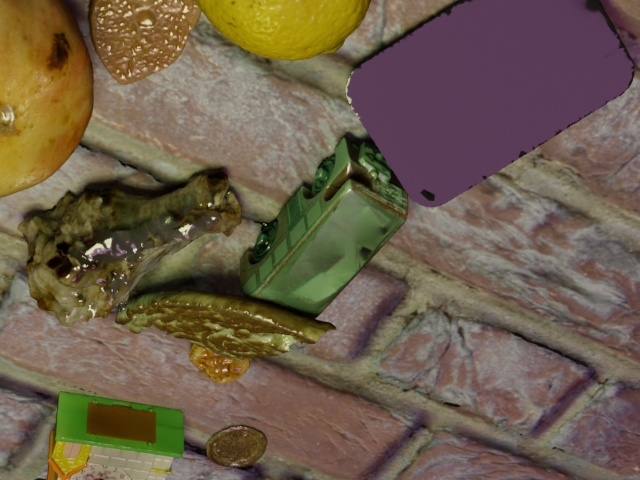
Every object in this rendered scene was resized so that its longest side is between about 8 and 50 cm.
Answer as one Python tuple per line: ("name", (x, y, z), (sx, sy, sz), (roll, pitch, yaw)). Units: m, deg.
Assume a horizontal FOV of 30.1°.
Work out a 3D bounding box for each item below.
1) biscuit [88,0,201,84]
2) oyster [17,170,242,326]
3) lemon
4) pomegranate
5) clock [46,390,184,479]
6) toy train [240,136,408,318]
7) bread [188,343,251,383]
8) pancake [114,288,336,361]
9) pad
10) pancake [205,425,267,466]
("biscuit", (-0.239, -0.307, 1.616), (0.142, 0.029, 0.220), (16, 124, -21))
("oyster", (-0.277, 0.005, 1.779), (0.337, 0.133, 0.197), (-18, 102, -12))
("lemon", (-0.043, -0.341, 1.496), (0.253, 0.228, 0.228), (30, 118, -35))
("pomegranate", (-0.461, -0.213, 1.501), (0.343, 0.342, 0.342), (-4, 128, -5))
("clock", (-0.377, 0.405, 2.095), (0.220, 0.106, 0.255), (11, 125, -16))
("toy train", (0.000, 0.000, 1.808), (0.129, 0.159, 0.326), (29, 120, -24))
("bread", (-0.167, 0.193, 2.003), (0.083, 0.044, 0.111), (-37, 125, 15))
("pancake", (-0.152, 0.129, 1.853), (0.377, 0.054, 0.197), (7, 149, 20))
("pad", (0.223, -0.262, 1.712), (0.375, 0.063, 0.315), (-31, 109, 8))
("pancake", (-0.153, 0.375, 2.164), (0.115, 0.011, 0.115), (-4, 126, -6))
